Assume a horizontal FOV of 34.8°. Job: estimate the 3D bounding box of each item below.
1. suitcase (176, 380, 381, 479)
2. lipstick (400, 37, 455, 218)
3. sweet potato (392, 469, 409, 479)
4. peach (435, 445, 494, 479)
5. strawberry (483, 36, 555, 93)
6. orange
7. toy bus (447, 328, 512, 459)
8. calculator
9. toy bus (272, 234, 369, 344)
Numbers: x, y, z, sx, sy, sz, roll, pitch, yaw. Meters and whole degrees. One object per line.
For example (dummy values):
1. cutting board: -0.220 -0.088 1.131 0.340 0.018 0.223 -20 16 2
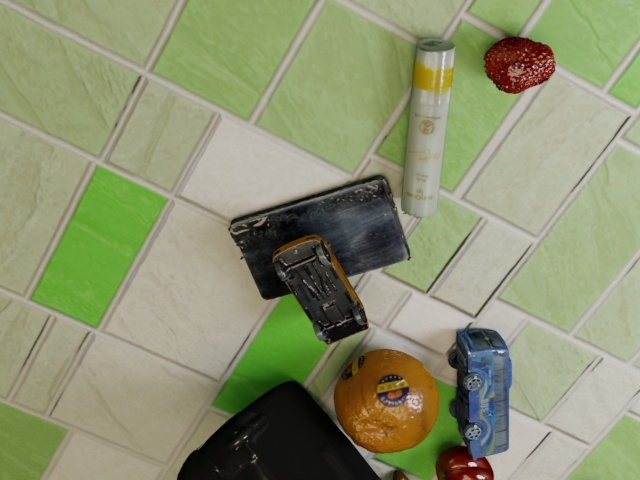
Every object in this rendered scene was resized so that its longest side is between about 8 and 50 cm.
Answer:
1. suitcase: -0.032 0.414 1.641 0.188 0.339 0.345 -44 84 21
2. lipstick: 0.155 -0.160 1.490 0.059 0.059 0.264 2 121 -2
3. sweet potato: 0.136 0.564 1.755 0.108 0.346 0.079 -15 140 3
4. peach: 0.258 0.410 1.802 0.100 0.101 0.101 0 120 0
5. strawberry: 0.280 -0.245 1.429 0.096 0.083 0.083 -15 120 20
6. orange: 0.109 0.263 1.680 0.177 0.155 0.178 1 113 3
7. toy bus: 0.273 0.257 1.728 0.094 0.079 0.237 -12 121 -12
8. calculator: 0.000 0.000 1.604 0.261 0.021 0.161 -15 120 9
9. toy bus: 0.000 0.066 1.581 0.083 0.088 0.194 -23 121 12
